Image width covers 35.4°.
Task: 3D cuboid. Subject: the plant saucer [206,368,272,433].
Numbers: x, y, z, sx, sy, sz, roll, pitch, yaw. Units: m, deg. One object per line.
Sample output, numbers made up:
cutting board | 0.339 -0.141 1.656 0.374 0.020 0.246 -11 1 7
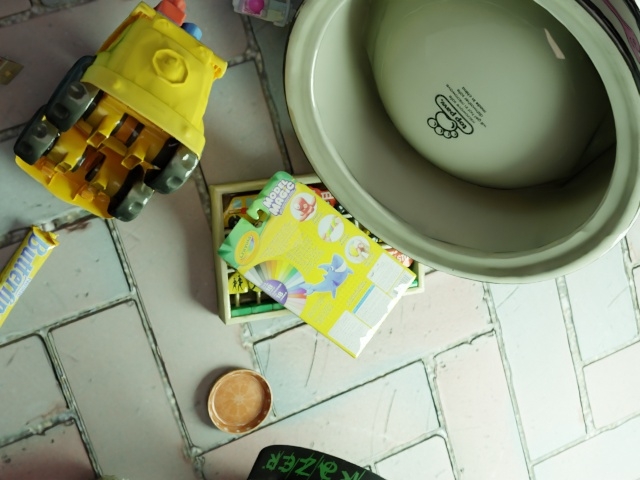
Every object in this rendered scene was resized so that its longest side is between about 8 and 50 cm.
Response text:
plant saucer | -0.101 0.198 1.242 0.083 0.013 0.084 -5 102 -21

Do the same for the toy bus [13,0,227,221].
toy bus | -0.202 -0.152 1.060 0.149 0.220 0.212 32 55 -23

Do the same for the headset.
headset | 0.047 0.386 1.216 0.394 0.243 0.185 55 51 -45

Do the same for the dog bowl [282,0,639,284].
dog bowl | 0.170 -0.157 1.072 0.408 0.407 0.150 57 46 -21

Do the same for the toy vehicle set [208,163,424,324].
toy vehicle set | 0.000 0.000 1.229 0.266 0.035 0.166 -8 103 -20

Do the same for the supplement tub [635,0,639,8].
supplement tub | 0.262 -0.360 1.151 0.235 0.235 0.325 -17 106 -18

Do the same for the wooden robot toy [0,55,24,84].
wooden robot toy | -0.401 -0.162 1.039 0.173 0.076 0.079 -35 76 -11

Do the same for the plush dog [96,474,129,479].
plush dog | -0.231 0.433 1.121 0.210 0.225 0.262 39 85 -23

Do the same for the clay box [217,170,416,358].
clay box | -0.008 0.025 1.181 0.222 0.053 0.127 39 85 -22

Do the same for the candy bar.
candy bar | -0.348 0.053 1.115 0.040 0.018 0.161 35 88 -24

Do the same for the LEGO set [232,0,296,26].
LEGO set | -0.011 -0.378 1.097 0.132 0.107 0.287 -2 106 -32
